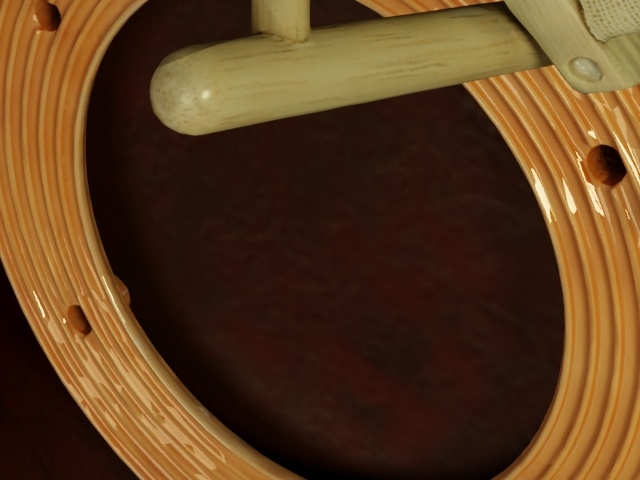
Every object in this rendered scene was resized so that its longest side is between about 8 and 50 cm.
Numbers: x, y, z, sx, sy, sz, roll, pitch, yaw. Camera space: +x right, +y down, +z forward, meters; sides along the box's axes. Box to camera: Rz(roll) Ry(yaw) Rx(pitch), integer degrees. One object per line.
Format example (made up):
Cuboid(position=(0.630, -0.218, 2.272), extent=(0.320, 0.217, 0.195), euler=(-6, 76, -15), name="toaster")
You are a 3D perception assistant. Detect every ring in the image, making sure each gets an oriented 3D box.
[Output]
Cuboid(position=(0.000, 0.000, 0.685), extent=(0.337, 0.032, 0.336), euler=(19, 126, 29), name="ring")

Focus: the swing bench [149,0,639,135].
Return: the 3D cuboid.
Cuboid(position=(0.140, -0.091, 0.395), extent=(0.253, 0.255, 0.165), euler=(-5, 79, 40), name="swing bench")
